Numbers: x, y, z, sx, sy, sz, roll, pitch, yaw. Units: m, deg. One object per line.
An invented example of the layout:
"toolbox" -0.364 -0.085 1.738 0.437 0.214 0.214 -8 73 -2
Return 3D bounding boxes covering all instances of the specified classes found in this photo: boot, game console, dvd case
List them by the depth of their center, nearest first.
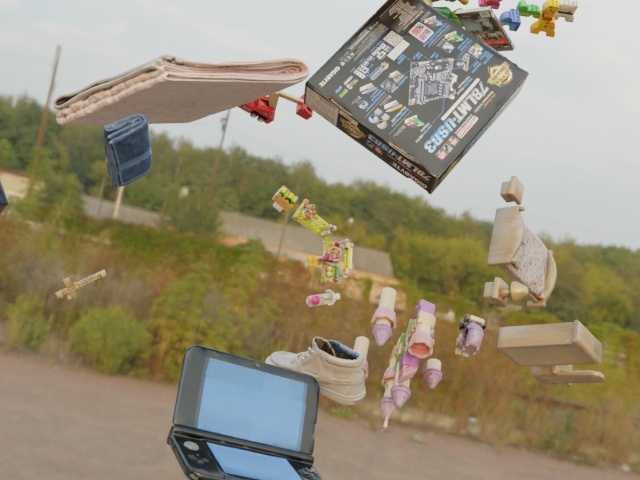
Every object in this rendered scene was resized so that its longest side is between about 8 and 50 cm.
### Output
"game console" -0.107 0.333 1.499 0.293 0.173 0.250 18 3 -25
"dvd case" 0.346 -0.441 1.752 0.087 0.013 0.119 9 -26 48
"boot" -0.012 0.261 1.834 0.258 0.123 0.095 14 28 29

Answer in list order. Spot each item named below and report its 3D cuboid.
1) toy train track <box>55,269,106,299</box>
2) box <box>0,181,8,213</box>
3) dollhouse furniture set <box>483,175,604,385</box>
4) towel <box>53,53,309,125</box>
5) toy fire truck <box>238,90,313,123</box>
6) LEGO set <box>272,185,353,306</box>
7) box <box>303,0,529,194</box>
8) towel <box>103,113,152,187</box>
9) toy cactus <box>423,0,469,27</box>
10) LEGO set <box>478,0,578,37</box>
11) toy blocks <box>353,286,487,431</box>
"toy train track" -0.377 0.071 1.319 0.014 0.083 0.048 48 -23 37
"box" -0.811 -0.114 1.660 0.179 0.313 0.343 -5 -26 -48
"dollhouse furniture set" 0.498 0.083 1.736 0.173 0.356 0.303 -9 -35 39
"towel" -0.239 -0.254 1.425 0.331 0.053 0.317 -8 1 43
"toy fire truck" -0.127 -0.355 2.129 0.192 0.047 0.135 27 -34 -36
"LEGO set" 0.000 0.000 1.847 0.132 0.287 0.107 -17 -2 -21
"box" 0.171 -0.275 1.498 0.293 0.295 0.073 37 -21 11
"towel" -0.267 -0.123 1.167 0.029 0.067 0.119 51 -25 22
"toy cactus" 0.282 -0.618 2.108 0.112 0.180 0.219 36 -19 55
"LEGO set" 0.477 -0.517 1.856 0.227 0.087 0.093 7 -29 -9
"toy blocks" 0.243 0.334 2.208 0.309 0.260 0.289 19 -48 -4
